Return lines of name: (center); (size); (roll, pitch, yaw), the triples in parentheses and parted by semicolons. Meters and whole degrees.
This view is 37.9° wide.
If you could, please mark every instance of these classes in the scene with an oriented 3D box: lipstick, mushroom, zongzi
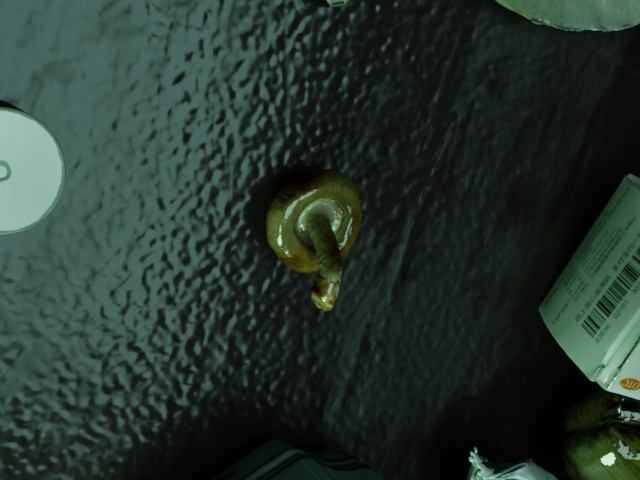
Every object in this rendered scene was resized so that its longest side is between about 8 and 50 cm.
lipstick: (-0.219, -0.058, 0.601); (0.070, 0.254, 0.070); (-5, 102, -23)
mushroom: (-0.008, 0.002, 0.806); (0.088, 0.072, 0.130); (30, 53, -40)
zongzi: (0.404, 0.204, 1.027); (0.274, 0.145, 0.300); (42, 47, -9)

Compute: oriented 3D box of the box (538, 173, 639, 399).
box: (0.406, 0.078, 0.950); (0.332, 0.145, 0.173); (18, 112, -26)

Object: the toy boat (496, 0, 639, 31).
toy boat: (0.289, -0.323, 0.877); (0.276, 0.111, 0.294); (22, 103, -27)

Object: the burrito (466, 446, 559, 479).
burrito: (0.262, 0.338, 0.970); (0.445, 0.139, 0.101); (44, 36, -27)

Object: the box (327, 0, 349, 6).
box: (0.047, -0.300, 0.797); (0.177, 0.036, 0.115); (-42, 114, -12)

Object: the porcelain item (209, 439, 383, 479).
porcelain item: (-0.038, 0.343, 0.819); (0.285, 0.157, 0.282); (-32, 114, -17)
